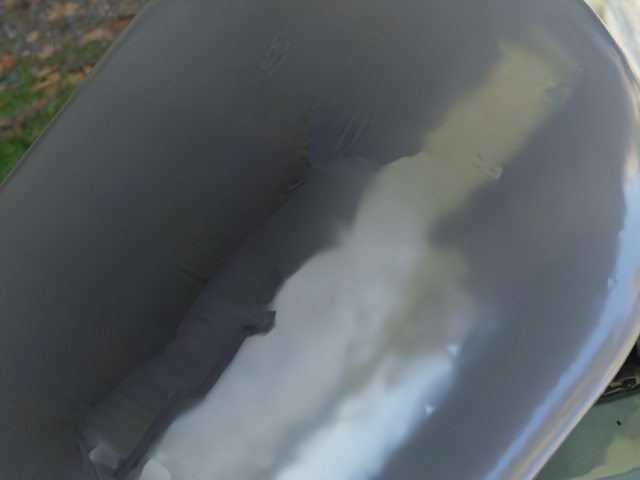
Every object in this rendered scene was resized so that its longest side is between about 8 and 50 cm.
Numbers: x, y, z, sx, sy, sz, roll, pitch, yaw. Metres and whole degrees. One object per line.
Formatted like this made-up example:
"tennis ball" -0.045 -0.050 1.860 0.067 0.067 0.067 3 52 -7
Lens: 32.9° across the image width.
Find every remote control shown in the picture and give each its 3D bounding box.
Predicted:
"remote control" -0.025 0.031 0.388 0.332 0.221 0.103 -51 163 -2

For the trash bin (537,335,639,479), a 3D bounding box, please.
"trash bin" 0.118 0.216 0.617 0.280 0.432 0.280 -7 -167 2
